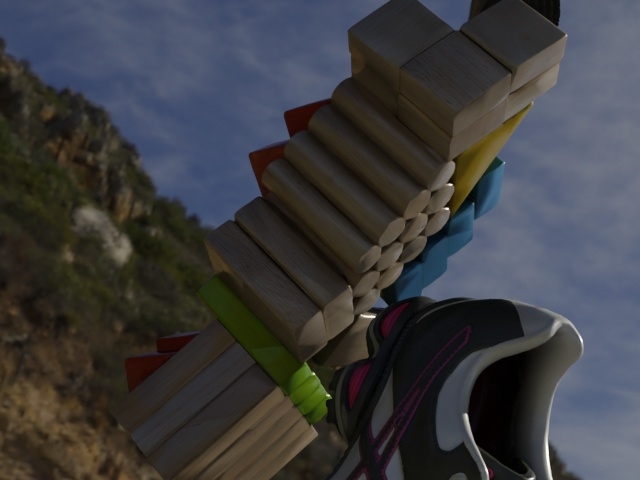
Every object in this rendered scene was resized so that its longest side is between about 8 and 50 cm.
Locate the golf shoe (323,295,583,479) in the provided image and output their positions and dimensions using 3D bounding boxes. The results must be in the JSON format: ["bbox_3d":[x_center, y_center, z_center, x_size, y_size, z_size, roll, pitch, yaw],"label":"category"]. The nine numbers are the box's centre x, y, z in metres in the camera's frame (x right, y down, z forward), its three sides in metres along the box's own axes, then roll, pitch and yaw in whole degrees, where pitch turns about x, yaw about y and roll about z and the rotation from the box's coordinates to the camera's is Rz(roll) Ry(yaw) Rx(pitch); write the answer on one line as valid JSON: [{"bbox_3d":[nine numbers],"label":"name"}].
[{"bbox_3d":[0.041,0.145,0.574,0.105,0.272,0.120,31,-25,-27],"label":"golf shoe"}]

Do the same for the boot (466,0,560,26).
[{"bbox_3d":[0.186,-0.287,1.160,0.084,0.161,0.246,1,-36,-9],"label":"boot"}]

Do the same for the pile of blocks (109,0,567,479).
[{"bbox_3d":[0.000,0.000,0.716,0.112,0.362,0.149,45,15,27],"label":"pile of blocks"}]
